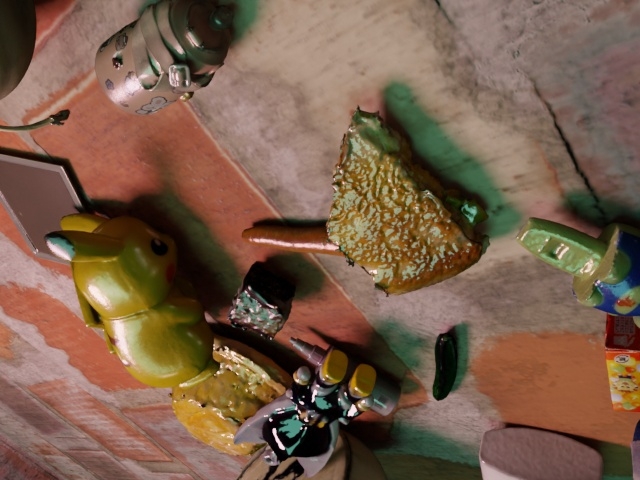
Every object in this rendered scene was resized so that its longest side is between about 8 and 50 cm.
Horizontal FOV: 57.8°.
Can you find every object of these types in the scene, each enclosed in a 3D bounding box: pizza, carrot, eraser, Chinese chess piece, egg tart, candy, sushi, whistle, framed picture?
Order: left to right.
[{"bbox_3d":[-0.458,-0.044,0.978,0.197,0.014,0.252,11,137,18],"label":"framed picture"},{"bbox_3d":[-0.174,0.307,1.098,0.342,0.132,0.341,16,140,14],"label":"egg tart"},{"bbox_3d":[-0.084,0.088,0.851,0.084,0.094,0.098,30,124,-8],"label":"sushi"},{"bbox_3d":[-0.038,0.503,1.059,0.349,0.349,0.146,-22,113,42],"label":"Chinese chess piece"},{"bbox_3d":[0.000,0.000,0.752,0.248,0.043,0.043,5,134,27],"label":"carrot"},{"bbox_3d":[0.078,-0.033,0.641,0.226,0.069,0.147,40,113,-16],"label":"pizza"},{"bbox_3d":[0.361,0.420,0.950,0.174,0.094,0.270,4,133,26],"label":"eraser"},{"bbox_3d":[0.363,0.144,0.686,0.038,0.062,0.121,-2,131,31],"label":"candy"},{"bbox_3d":[0.311,0.036,0.585,0.228,0.085,0.105,25,130,4],"label":"whistle"}]

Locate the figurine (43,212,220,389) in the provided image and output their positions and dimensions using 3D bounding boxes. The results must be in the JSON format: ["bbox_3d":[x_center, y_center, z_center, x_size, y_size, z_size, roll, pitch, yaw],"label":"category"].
[{"bbox_3d":[-0.284,0.080,0.894,0.218,0.169,0.326,33,146,59],"label":"figurine"}]

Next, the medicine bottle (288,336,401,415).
[{"bbox_3d":[0.035,0.210,0.939,0.199,0.057,0.057,32,139,-5],"label":"medicine bottle"}]

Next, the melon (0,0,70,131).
[{"bbox_3d":[-0.427,-0.250,0.566,0.272,0.272,0.307,0,105,29],"label":"melon"}]

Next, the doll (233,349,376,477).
[{"bbox_3d":[-0.027,0.281,0.921,0.146,0.103,0.316,10,137,-26],"label":"doll"}]

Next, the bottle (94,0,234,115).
[{"bbox_3d":[-0.155,-0.193,0.595,0.152,0.098,0.099,-13,125,37],"label":"bottle"}]

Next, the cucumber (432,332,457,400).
[{"bbox_3d":[0.184,0.188,0.854,0.036,0.033,0.184,-7,134,1],"label":"cucumber"}]

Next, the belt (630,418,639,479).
[{"bbox_3d":[0.503,0.350,0.711,0.117,0.212,0.347,-18,126,42],"label":"belt"}]
